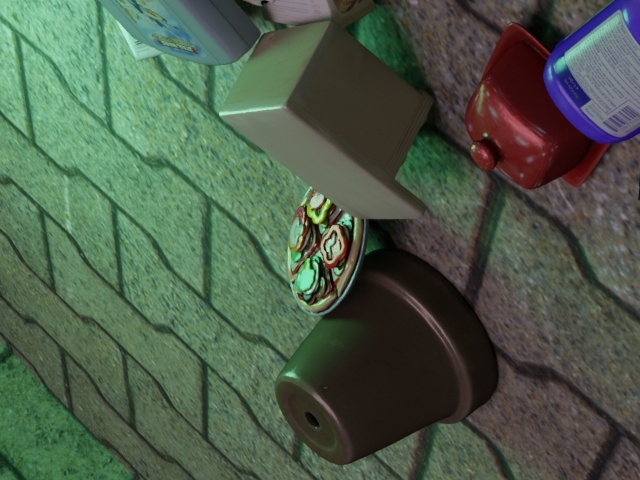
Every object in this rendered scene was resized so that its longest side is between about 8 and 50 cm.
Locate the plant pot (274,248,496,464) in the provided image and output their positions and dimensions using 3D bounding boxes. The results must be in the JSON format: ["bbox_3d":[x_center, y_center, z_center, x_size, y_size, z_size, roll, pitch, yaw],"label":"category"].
[{"bbox_3d":[0.068,0.180,1.871,0.263,0.229,0.263,37,150,27],"label":"plant pot"}]

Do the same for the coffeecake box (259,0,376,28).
[{"bbox_3d":[-0.029,-0.342,1.592,0.142,0.068,0.185,20,138,49],"label":"coffeecake box"}]

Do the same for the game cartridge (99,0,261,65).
[{"bbox_3d":[-0.203,-0.303,1.715,0.297,0.062,0.198,22,155,53],"label":"game cartridge"}]

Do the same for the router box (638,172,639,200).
[{"bbox_3d":[0.369,-0.057,1.342,0.122,0.038,0.092,32,145,35],"label":"router box"}]

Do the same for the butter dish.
[{"bbox_3d":[0.204,-0.115,1.431,0.160,0.118,0.160,47,158,13],"label":"butter dish"}]

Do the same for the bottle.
[{"bbox_3d":[0.312,-0.183,1.229,0.118,0.092,0.283,48,152,-1],"label":"bottle"}]

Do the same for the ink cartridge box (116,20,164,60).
[{"bbox_3d":[-0.220,-0.390,1.844,0.239,0.060,0.275,-6,117,45],"label":"ink cartridge box"}]

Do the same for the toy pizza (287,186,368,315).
[{"bbox_3d":[0.000,0.000,1.850,0.201,0.032,0.201,-28,57,54],"label":"toy pizza"}]

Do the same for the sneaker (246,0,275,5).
[{"bbox_3d":[-0.082,-0.290,1.618,0.043,0.040,0.109,55,161,-19],"label":"sneaker"}]

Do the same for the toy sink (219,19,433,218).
[{"bbox_3d":[0.029,-0.141,1.633,0.234,0.131,0.153,36,162,-28],"label":"toy sink"}]
